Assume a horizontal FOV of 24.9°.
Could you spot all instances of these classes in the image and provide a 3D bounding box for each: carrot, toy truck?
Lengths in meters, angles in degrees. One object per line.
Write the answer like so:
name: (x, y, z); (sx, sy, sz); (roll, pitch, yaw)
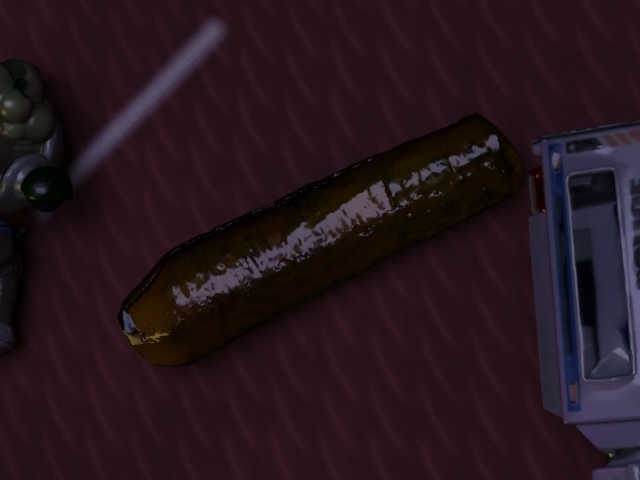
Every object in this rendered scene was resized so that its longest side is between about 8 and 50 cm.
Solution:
carrot: (0.000, 0.000, 0.879); (0.260, 0.070, 0.070); (-25, 74, 10)
toy truck: (0.197, 0.072, 0.780); (0.155, 0.124, 0.268); (-7, 76, 22)

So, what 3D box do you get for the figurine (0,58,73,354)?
figurine: (-0.220, -0.026, 0.933); (0.147, 0.093, 0.197); (5, 82, 28)
